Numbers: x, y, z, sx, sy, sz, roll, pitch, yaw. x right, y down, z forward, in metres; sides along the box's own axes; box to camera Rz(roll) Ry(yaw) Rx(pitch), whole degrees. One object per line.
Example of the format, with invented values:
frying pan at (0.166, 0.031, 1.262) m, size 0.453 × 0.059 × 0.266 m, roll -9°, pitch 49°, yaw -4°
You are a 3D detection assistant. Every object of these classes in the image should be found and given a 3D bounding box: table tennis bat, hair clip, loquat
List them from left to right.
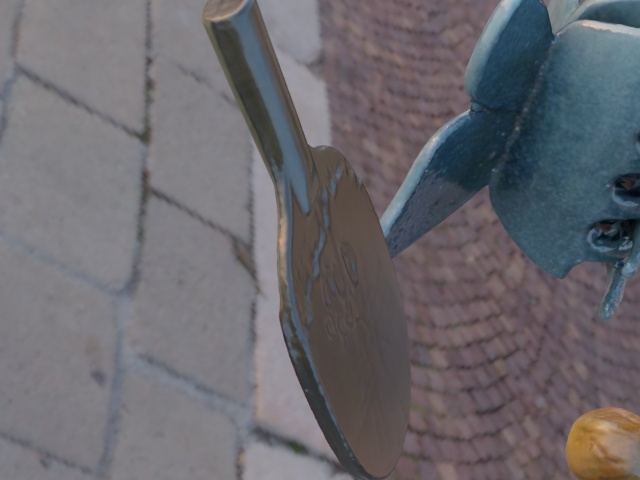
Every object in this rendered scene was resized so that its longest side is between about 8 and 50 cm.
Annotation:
table tennis bat at (0.000, 0.000, 0.601) m, size 0.131 × 0.022 × 0.234 m, roll -70°, pitch 146°, yaw -52°
hair clip at (0.265, -0.116, 1.393) m, size 0.238 × 0.318 × 0.392 m, roll 30°, pitch 38°, yaw 12°
loquat at (0.387, 0.274, 1.806) m, size 0.137 × 0.137 × 0.113 m, roll 26°, pitch 78°, yaw -36°
